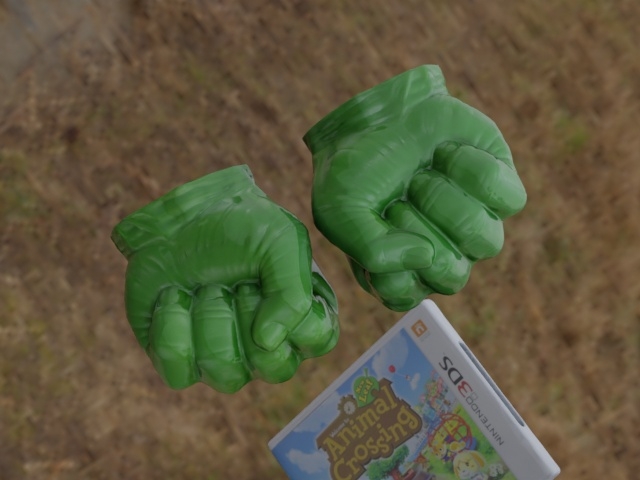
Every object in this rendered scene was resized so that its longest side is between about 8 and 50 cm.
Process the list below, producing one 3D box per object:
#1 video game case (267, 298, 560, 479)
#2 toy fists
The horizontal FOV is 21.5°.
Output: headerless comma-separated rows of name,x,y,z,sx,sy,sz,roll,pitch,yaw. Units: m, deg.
video game case,0.077,0.192,1.494,0.193,0.212,0.023,54,23,20
toy fists,0.000,0.000,1.119,0.142,0.279,0.096,62,-1,10
